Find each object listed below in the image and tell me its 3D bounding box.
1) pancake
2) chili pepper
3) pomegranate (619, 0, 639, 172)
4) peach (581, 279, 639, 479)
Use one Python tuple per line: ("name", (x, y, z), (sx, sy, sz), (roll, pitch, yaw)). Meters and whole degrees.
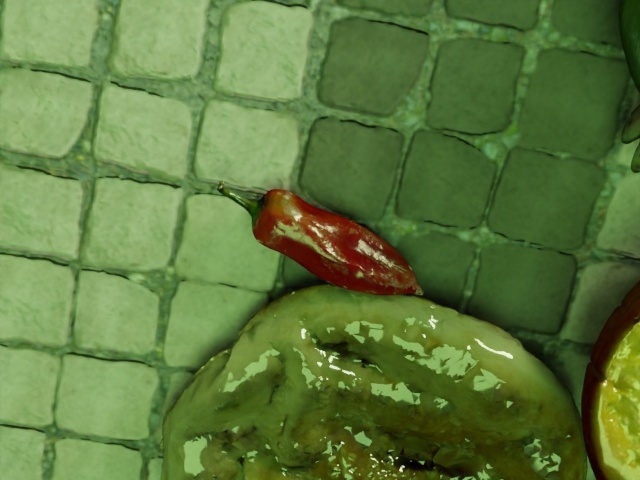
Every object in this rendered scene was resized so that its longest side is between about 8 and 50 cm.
("pancake", (0.049, 0.213, 1.134), (0.387, 0.082, 0.387), (-1, 115, -2))
("chili pepper", (0.000, 0.000, 1.051), (0.191, 0.059, 0.050), (28, 133, -10))
("pomegranate", (0.296, -0.133, 0.946), (0.187, 0.187, 0.225), (18, 141, -10))
("peach", (0.340, 0.125, 1.020), (0.274, 0.248, 0.245), (-41, 144, 10))
